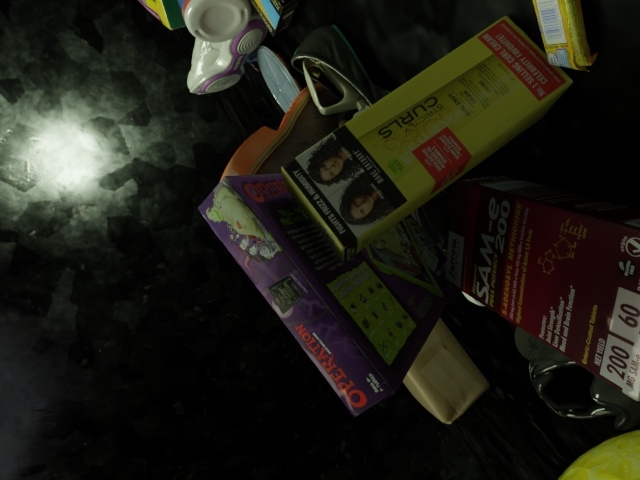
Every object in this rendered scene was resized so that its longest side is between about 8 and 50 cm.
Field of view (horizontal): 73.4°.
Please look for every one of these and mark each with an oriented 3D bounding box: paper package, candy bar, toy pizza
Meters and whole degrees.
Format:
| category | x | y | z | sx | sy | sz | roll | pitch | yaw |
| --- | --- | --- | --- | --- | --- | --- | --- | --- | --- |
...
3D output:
| category | x | y | z | sx | sy | sz | roll | pitch | yaw |
| --- | --- | --- | --- | --- | --- | --- | --- | --- | --- |
| paper package | 0.279 | 0.317 | 1.256 | 0.325 | 0.168 | 0.309 | 53 | 173 | 4 |
| candy bar | 0.155 | -0.189 | 0.291 | 0.161 | 0.018 | 0.040 | 58 | 176 | -27 |
| toy pizza | -0.080 | -0.360 | 0.999 | 0.201 | 0.032 | 0.201 | 53 | 171 | 12 |

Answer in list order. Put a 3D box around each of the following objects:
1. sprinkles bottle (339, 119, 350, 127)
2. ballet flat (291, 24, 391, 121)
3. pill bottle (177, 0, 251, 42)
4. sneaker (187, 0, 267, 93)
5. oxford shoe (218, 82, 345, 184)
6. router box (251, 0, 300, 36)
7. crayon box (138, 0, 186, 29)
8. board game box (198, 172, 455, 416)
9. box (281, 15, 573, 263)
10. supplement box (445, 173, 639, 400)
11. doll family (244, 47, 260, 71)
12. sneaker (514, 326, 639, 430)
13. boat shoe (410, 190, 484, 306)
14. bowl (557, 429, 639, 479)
| category | x | y | z | sx | sy | sz | roll | pitch | yaw |
| --- | --- | --- | --- | --- | --- | --- | --- | --- | --- |
| sprinkles bottle | 0.069 | -0.087 | 0.928 | 0.121 | 0.121 | 0.355 | 49 | 171 | 41 |
| ballet flat | 0.055 | -0.193 | 0.626 | 0.280 | 0.096 | 0.095 | 52 | 173 | 18 |
| pill bottle | -0.220 | -0.498 | 0.799 | 0.124 | 0.124 | 0.221 | 85 | 164 | -76 |
| sneaker | -0.229 | -0.450 | 0.974 | 0.305 | 0.114 | 0.152 | -28 | 89 | 48 |
| oxford shoe | -0.016 | -0.135 | 0.675 | 0.132 | 0.364 | 0.130 | 31 | 136 | 1 |
| router box | -0.103 | -0.443 | 0.696 | 0.179 | 0.046 | 0.133 | 56 | 174 | -13 |
| crayon box | -0.396 | -0.696 | 0.971 | 0.363 | 0.106 | 0.313 | 49 | 156 | 40 |
| board game box | 0.050 | 0.012 | 0.474 | 0.208 | 0.056 | 0.347 | 55 | -153 | 7 |
| box | 0.087 | -0.084 | 0.361 | 0.087 | 0.232 | 0.058 | 54 | 172 | 12 |
| supplement box | 0.223 | 0.021 | 0.411 | 0.239 | 0.073 | 0.130 | -140 | 46 | -64 |
| doll family | -0.216 | -0.499 | 1.059 | 0.111 | 0.076 | 0.193 | 14 | 138 | 54 |
| sneaker | 0.287 | 0.135 | 0.498 | 0.109 | 0.130 | 0.286 | 51 | 174 | 10 |
| boat shoe | 0.213 | 0.011 | 0.632 | 0.228 | 0.080 | 0.076 | 56 | 164 | -14 |
| bowl | 0.353 | 0.233 | 0.321 | 0.289 | 0.156 | 0.289 | 40 | 166 | 12 |
